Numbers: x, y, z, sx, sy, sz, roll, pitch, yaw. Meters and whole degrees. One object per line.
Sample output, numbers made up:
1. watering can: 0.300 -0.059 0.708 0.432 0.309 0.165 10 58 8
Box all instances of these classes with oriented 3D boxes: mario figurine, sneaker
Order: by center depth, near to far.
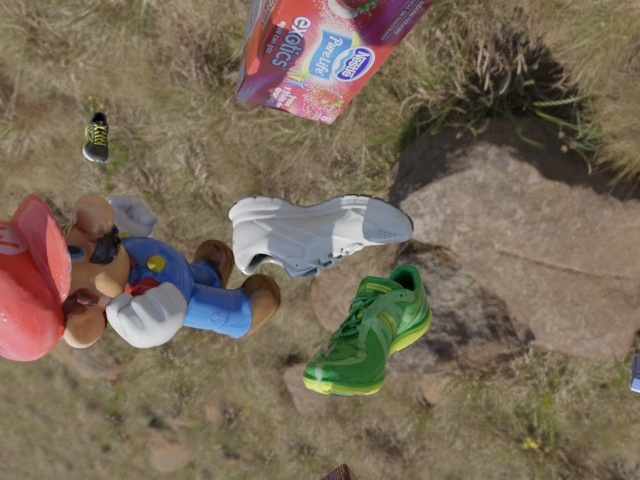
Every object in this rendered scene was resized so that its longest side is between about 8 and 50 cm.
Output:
1. mario figurine: -0.164 0.018 0.555 0.198 0.170 0.321 -9 169 31
2. sneaker: -0.290 -0.135 0.776 0.031 0.083 0.035 3 136 -33
3. sneaker: 0.063 0.116 0.833 0.110 0.295 0.123 2 110 31
4. sneaker: 0.000 0.000 0.958 0.297 0.129 0.111 -3 158 8

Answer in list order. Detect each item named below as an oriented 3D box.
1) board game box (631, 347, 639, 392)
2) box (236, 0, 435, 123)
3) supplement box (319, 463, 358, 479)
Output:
1. board game box: 0.432 0.169 0.734 0.090 0.090 0.020 13 110 24
2. box: 0.008 -0.240 0.600 0.123 0.128 0.257 11 159 -19
3. supplement box: 0.008 0.295 0.658 0.043 0.083 0.055 55 -179 -10
